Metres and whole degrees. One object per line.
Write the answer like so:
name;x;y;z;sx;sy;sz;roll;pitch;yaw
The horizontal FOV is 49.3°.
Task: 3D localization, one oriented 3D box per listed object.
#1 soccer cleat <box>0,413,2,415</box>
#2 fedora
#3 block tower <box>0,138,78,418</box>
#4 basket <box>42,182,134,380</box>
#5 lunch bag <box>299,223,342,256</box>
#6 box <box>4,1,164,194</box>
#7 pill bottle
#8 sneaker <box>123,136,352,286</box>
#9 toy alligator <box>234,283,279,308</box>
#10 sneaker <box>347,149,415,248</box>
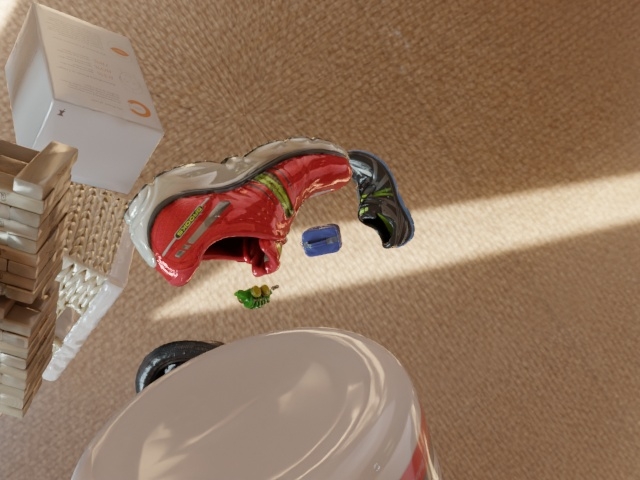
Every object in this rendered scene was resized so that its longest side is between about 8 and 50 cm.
soccer cleat;-0.540;0.206;1.175;0.068;0.196;0.076;9;128;-25
fedora;-0.279;0.347;1.728;0.334;0.152;0.334;1;115;3
block tower;-0.346;0.045;0.773;0.097;0.091;0.335;17;123;-7
basket;-0.592;0.058;1.516;0.266;0.331;0.328;30;115;-25
lunch bag;0.000;0.000;1.632;0.098;0.065;0.067;-12;95;9
box;-0.476;-0.282;1.382;0.215;0.345;0.168;13;126;-39
pill bottle;0.004;0.259;0.456;0.210;0.210;0.363;-20;110;-2
sneaker;-0.065;-0.023;0.715;0.279;0.107;0.118;-23;80;-41
toy alligator;-0.147;0.140;1.713;0.056;0.190;0.051;-25;79;26
sneaker;0.092;-0.070;1.183;0.078;0.067;0.188;-30;92;-37
